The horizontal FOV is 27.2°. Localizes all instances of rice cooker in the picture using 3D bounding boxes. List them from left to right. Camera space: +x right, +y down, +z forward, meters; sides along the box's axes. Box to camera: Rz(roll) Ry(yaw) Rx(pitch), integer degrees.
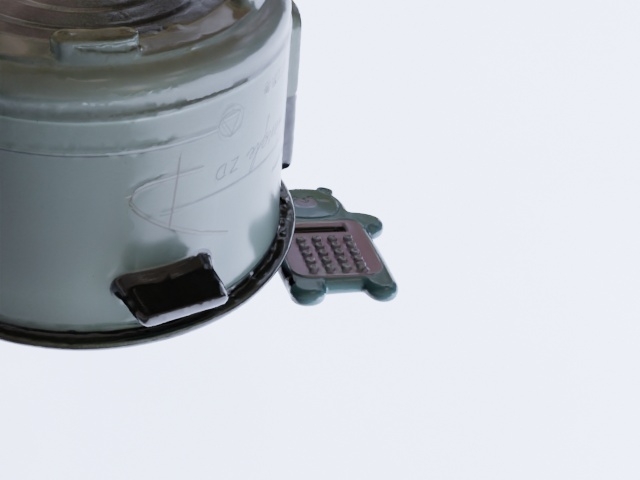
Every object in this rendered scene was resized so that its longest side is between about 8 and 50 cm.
[{"bbox_3d":[-0.130,-0.064,0.755,0.280,0.241,0.227,47,-36,42],"label":"rice cooker"}]

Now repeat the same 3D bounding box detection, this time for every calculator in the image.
[{"bbox_3d":[0.000,0.000,0.855,0.141,0.094,0.019,-117,-152,-56],"label":"calculator"}]
